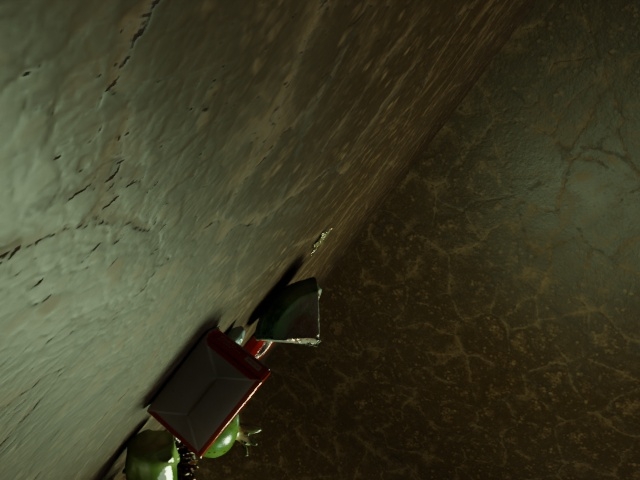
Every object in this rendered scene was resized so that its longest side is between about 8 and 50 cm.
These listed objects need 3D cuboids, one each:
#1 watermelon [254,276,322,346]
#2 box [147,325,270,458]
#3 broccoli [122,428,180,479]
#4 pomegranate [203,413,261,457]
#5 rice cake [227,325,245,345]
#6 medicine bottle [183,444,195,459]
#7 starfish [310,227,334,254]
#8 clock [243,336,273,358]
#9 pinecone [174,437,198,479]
[{"bbox_3d":[-0.064,0.216,1.562,0.224,0.180,0.305,-39,171,-8],"label":"watermelon"},{"bbox_3d":[-0.194,0.265,1.036,0.182,0.133,0.099,-53,176,2],"label":"box"},{"bbox_3d":[-0.373,0.574,1.211,0.353,0.397,0.275,-26,-154,3],"label":"broccoli"},{"bbox_3d":[-0.292,0.558,1.734,0.181,0.224,0.181,-51,-153,39],"label":"pomegranate"},{"bbox_3d":[-0.218,0.260,1.311,0.080,0.042,0.222,-53,176,-33],"label":"rice cake"},{"bbox_3d":[-0.496,0.739,1.759,0.341,0.130,0.130,-54,174,34],"label":"medicine bottle"},{"bbox_3d":[0.000,0.000,1.544,0.086,0.016,0.092,-52,178,32],"label":"starfish"},{"bbox_3d":[-0.210,0.346,1.906,0.113,0.061,0.155,-51,171,3],"label":"clock"},{"bbox_3d":[-0.400,0.612,1.550,0.173,0.173,0.173,-51,175,-6],"label":"pinecone"}]
